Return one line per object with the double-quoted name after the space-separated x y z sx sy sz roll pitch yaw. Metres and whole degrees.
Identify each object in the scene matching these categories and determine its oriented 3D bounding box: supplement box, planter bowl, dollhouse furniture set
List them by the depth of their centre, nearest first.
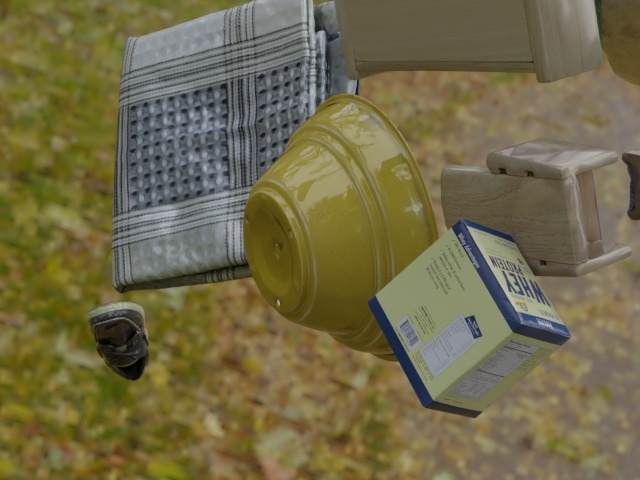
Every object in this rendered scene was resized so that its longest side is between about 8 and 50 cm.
0.089 0.048 1.150 0.056 0.083 0.083 17 38 -51 "supplement box"
0.192 -0.157 1.266 0.303 0.286 0.198 -18 15 -33 "dollhouse furniture set"
0.000 0.000 1.489 0.090 0.217 0.217 -14 33 -27 "planter bowl"

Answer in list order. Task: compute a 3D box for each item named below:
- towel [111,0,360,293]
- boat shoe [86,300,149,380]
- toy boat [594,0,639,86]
-0.097 -0.108 2.077 0.324 0.312 0.056 -9 -21 31 "towel"
-0.191 0.099 1.866 0.056 0.049 0.152 -15 -19 3 "boat shoe"
0.296 -0.267 1.437 0.148 0.318 0.267 32 -7 23 "toy boat"
